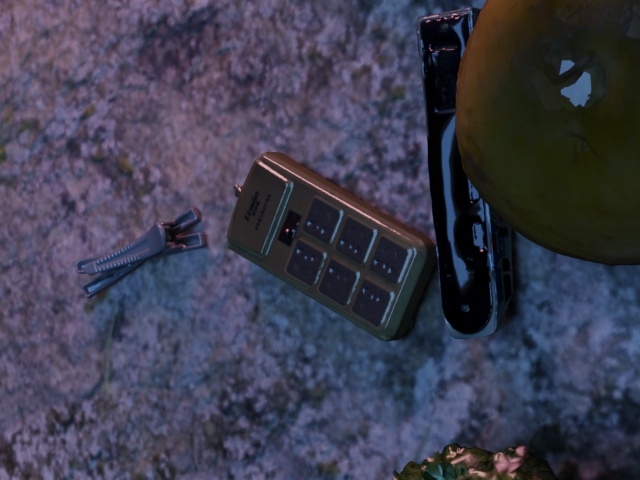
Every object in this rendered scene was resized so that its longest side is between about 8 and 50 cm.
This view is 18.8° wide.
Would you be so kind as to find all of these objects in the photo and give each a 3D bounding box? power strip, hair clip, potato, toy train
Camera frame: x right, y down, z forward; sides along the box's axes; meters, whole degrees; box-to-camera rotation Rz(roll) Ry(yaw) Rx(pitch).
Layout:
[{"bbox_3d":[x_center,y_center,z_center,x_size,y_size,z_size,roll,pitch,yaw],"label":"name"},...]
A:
[{"bbox_3d":[0.000,0.000,1.299,0.169,0.028,0.076,30,107,32],"label":"power strip"},{"bbox_3d":[-0.137,0.009,1.391,0.115,0.039,0.030,-26,70,34],"label":"hair clip"},{"bbox_3d":[0.186,-0.092,1.045,0.285,0.242,0.242,-6,86,33],"label":"potato"},{"bbox_3d":[0.093,-0.041,1.222,0.043,0.047,0.207,-6,87,36],"label":"toy train"}]

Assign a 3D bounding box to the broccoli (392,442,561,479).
[{"bbox_3d":[0.077,0.264,1.109,0.308,0.275,0.307,-3,87,62],"label":"broccoli"}]
